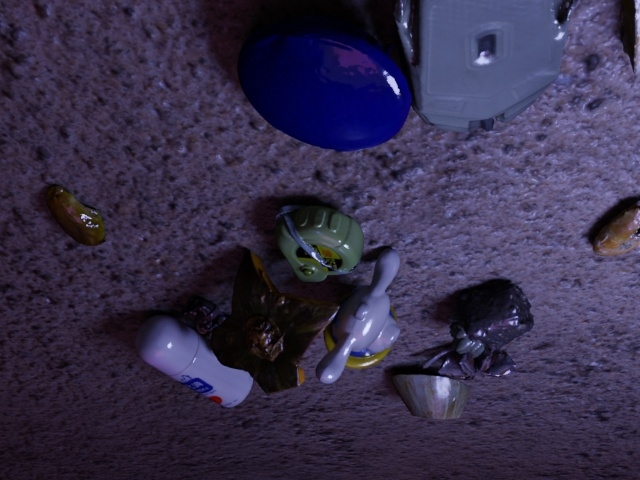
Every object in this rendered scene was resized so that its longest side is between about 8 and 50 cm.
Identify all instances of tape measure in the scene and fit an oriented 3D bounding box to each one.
[{"bbox_3d":[0.000,0.000,1.351,0.175,0.106,0.200,-1,142,25],"label":"tape measure"}]

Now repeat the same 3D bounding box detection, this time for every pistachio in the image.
[{"bbox_3d":[-0.477,-0.038,1.347,0.089,0.049,0.173,-11,141,13],"label":"pistachio"}]

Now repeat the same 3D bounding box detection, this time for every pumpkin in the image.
[{"bbox_3d":[-0.114,0.195,1.451,0.095,0.258,0.290,-14,132,-54],"label":"pumpkin"},{"bbox_3d":[0.298,0.436,1.864,0.217,0.110,0.217,3,158,1],"label":"pumpkin"}]

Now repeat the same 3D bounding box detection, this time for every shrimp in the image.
[{"bbox_3d":[0.624,-0.027,1.368,0.132,0.051,0.187,-9,151,-19],"label":"shrimp"}]

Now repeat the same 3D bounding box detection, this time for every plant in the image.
[{"bbox_3d":[0.377,0.181,1.563,0.194,0.129,0.132,-31,130,29],"label":"plant"}]

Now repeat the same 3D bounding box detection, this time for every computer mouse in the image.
[{"bbox_3d":[0.211,-0.304,0.935,0.228,0.145,0.429,-14,152,6],"label":"computer mouse"}]

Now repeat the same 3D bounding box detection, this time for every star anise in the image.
[{"bbox_3d":[0.391,0.313,1.761,0.231,0.089,0.209,13,152,-15],"label":"star anise"}]

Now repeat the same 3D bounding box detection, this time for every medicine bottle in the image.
[{"bbox_3d":[-0.319,0.298,1.712,0.130,0.130,0.341,-21,137,25],"label":"medicine bottle"}]

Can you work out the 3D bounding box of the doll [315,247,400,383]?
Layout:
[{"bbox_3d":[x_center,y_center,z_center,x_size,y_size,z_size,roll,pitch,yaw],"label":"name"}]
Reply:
[{"bbox_3d":[0.088,0.205,1.460,0.159,0.311,0.242,38,147,-3],"label":"doll"}]

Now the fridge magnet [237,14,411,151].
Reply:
[{"bbox_3d":[0.005,-0.230,1.015,0.265,0.112,0.265,14,155,7],"label":"fridge magnet"}]

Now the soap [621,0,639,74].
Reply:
[{"bbox_3d":[0.554,-0.337,0.934,0.257,0.080,0.160,-13,141,17],"label":"soap"}]

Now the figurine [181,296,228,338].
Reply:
[{"bbox_3d":[-0.237,0.209,1.624,0.114,0.108,0.196,-28,128,24],"label":"figurine"}]
